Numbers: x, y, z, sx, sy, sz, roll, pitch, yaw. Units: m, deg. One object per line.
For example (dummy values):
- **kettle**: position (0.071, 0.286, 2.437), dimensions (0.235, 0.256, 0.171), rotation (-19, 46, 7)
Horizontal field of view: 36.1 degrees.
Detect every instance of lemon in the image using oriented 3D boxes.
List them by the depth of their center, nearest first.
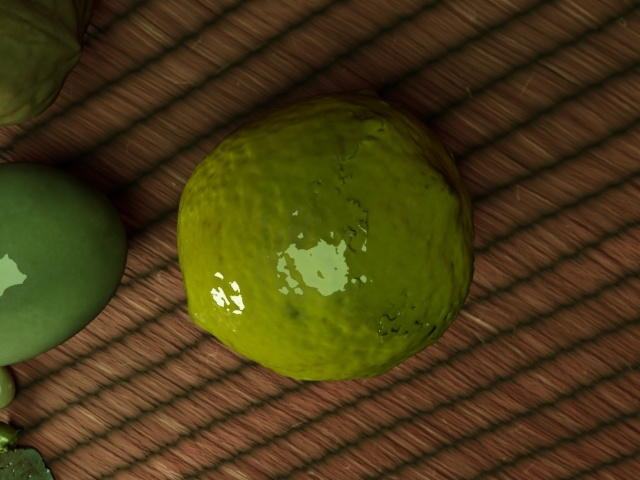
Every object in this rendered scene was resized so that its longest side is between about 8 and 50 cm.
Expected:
- **lemon**: position (0.000, 0.000, 1.159), dimensions (0.387, 0.350, 0.350), rotation (-22, 107, 36)

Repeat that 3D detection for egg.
- **egg**: position (-0.420, 0.034, 1.281), dimensions (0.352, 0.258, 0.258), rotation (-16, 108, 13)

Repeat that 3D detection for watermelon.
- **watermelon**: position (-0.517, 0.380, 1.549), dimensions (0.180, 0.081, 0.094), rotation (-23, 81, 11)

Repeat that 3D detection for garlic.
- **garlic**: position (-0.491, 0.229, 1.488), dimensions (0.083, 0.041, 0.053), rotation (-40, 96, 28)

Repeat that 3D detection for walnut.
- **walnut**: position (-0.405, -0.270, 1.171), dimensions (0.273, 0.273, 0.227), rotation (9, 145, 6)

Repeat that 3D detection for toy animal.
- **toy animal**: position (-0.567, 0.278, 1.493), dimensions (0.181, 0.136, 0.073), rotation (4, 82, 19)
